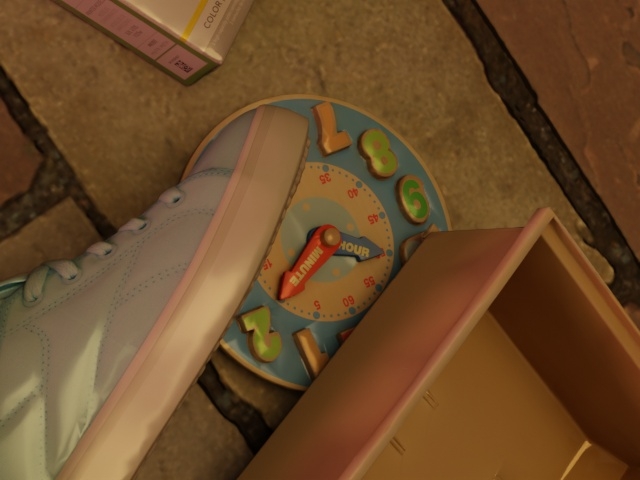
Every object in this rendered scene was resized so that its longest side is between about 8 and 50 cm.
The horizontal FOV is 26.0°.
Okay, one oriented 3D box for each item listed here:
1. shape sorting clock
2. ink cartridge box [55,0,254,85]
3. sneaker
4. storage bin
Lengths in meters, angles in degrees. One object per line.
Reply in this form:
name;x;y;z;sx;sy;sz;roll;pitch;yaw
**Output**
shape sorting clock;0.000;0.000;0.927;0.206;0.040;0.206;5;79;-26
ink cartridge box;-0.137;-0.203;0.884;0.209;0.062;0.109;32;69;-18
sneaker;-0.139;0.049;0.791;0.150;0.135;0.366;32;70;-3
storage bin;0.105;0.164;0.882;0.260;0.123;0.262;50;63;-23
